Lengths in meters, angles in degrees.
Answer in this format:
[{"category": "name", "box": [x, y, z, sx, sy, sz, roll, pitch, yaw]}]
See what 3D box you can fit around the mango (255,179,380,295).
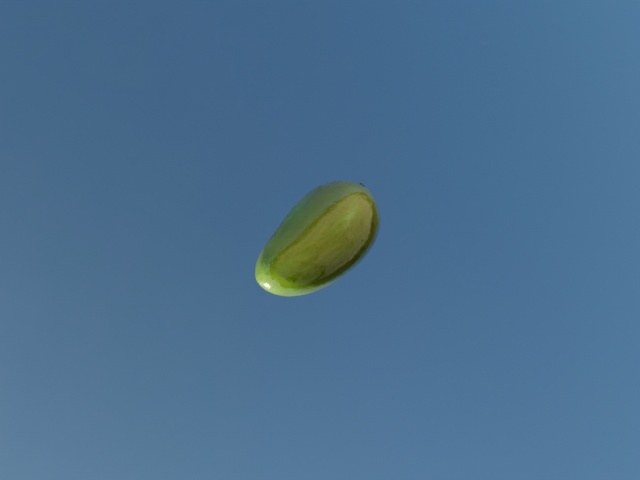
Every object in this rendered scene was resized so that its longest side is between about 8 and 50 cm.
[{"category": "mango", "box": [0.008, -0.004, 1.106, 0.149, 0.185, 0.273, 58, -141, -18]}]
